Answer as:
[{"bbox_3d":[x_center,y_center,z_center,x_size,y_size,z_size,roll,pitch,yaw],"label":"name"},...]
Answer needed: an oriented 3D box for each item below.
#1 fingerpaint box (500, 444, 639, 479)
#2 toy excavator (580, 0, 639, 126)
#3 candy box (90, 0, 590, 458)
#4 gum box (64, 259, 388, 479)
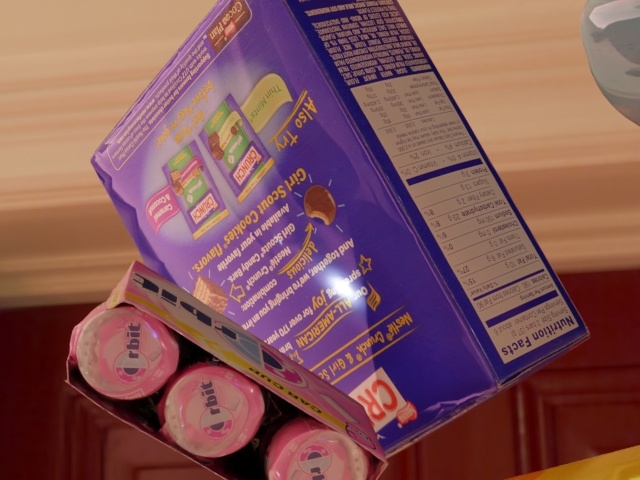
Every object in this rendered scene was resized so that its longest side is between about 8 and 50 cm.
[{"bbox_3d":[0.221,0.255,0.470,0.445,0.371,0.163,-87,-22,-60],"label":"fingerpaint box"},{"bbox_3d":[0.241,-0.197,0.844,0.222,0.445,0.433,12,123,59],"label":"toy excavator"},{"bbox_3d":[0.000,0.000,0.897,0.122,0.268,0.317,-18,-104,-42],"label":"candy box"},{"bbox_3d":[-0.059,0.090,0.745,0.062,0.188,0.107,-56,9,5],"label":"gum box"}]
